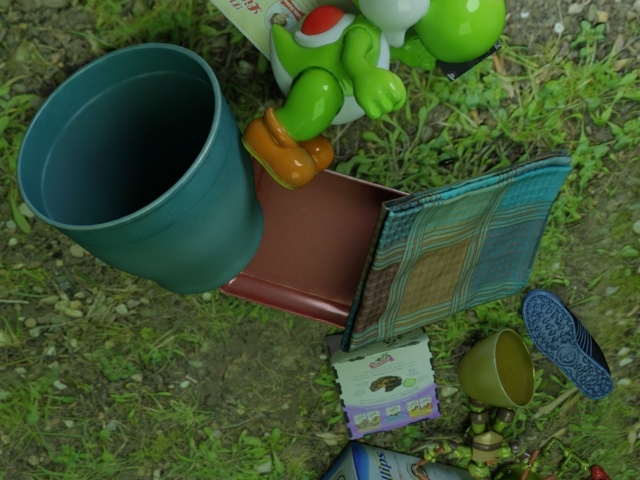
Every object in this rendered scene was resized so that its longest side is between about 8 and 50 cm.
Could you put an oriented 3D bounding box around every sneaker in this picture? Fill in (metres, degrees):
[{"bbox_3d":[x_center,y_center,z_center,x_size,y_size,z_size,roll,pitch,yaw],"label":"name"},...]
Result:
[{"bbox_3d":[0.414,0.166,1.738,0.081,0.090,0.232,-33,106,14],"label":"sneaker"}]

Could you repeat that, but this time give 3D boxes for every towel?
[{"bbox_3d":[0.203,0.018,1.490,0.370,0.040,0.271,-17,135,-35],"label":"towel"}]

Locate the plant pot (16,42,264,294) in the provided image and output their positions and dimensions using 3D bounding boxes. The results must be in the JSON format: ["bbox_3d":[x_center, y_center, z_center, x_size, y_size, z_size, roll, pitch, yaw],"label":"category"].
[{"bbox_3d":[-0.199,-0.066,1.309,0.272,0.271,0.255,-25,143,7],"label":"plant pot"}]

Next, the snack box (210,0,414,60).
[{"bbox_3d":[-0.033,-0.325,1.258,0.187,0.060,0.322,-37,126,15],"label":"snack box"}]

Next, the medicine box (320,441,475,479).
[{"bbox_3d":[0.122,0.540,1.909,0.289,0.149,0.263,19,121,-26],"label":"medicine box"}]

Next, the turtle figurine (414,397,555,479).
[{"bbox_3d":[0.312,0.355,1.849,0.270,0.087,0.217,7,118,-7],"label":"turtle figurine"}]

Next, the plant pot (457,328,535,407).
[{"bbox_3d":[0.289,0.224,1.728,0.095,0.134,0.134,-19,134,36],"label":"plant pot"}]

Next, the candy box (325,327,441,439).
[{"bbox_3d":[0.107,0.230,1.715,0.165,0.070,0.196,-14,130,-2],"label":"candy box"}]

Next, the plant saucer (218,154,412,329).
[{"bbox_3d":[0.000,0.000,1.486,0.259,0.047,0.258,16,123,-1],"label":"plant saucer"}]

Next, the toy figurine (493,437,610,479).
[{"bbox_3d":[0.509,0.574,1.981,0.191,0.217,0.362,-37,127,16],"label":"toy figurine"}]

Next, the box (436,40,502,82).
[{"bbox_3d":[0.186,-0.265,1.360,0.083,0.052,0.062,-34,127,14],"label":"box"}]

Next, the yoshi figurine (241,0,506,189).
[{"bbox_3d":[0.083,-0.212,1.227,0.203,0.203,0.362,19,119,-45],"label":"yoshi figurine"}]
